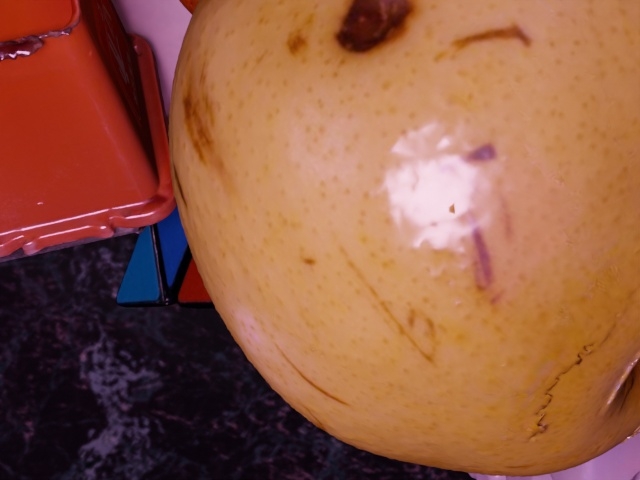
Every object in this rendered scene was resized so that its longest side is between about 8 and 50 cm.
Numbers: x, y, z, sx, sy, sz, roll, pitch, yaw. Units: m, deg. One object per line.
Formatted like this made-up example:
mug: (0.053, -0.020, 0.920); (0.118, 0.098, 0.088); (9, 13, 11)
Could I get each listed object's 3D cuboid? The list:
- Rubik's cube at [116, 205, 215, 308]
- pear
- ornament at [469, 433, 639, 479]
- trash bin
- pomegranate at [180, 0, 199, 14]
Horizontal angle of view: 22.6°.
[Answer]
Rubik's cube: (0.000, 0.000, 1.211); (0.234, 0.284, 0.250); (8, 138, -34)
pear: (0.087, -0.044, 0.890); (0.348, 0.348, 0.348); (-3, 113, -7)
ornament: (0.251, 0.096, 1.181); (0.239, 0.239, 0.240); (-8, 113, -15)
trash bin: (-0.205, -0.102, 1.041); (0.184, 0.161, 0.239); (-13, 152, 0)
pomegranate: (-0.006, -0.211, 1.049); (0.210, 0.210, 0.235); (-32, 110, 5)
